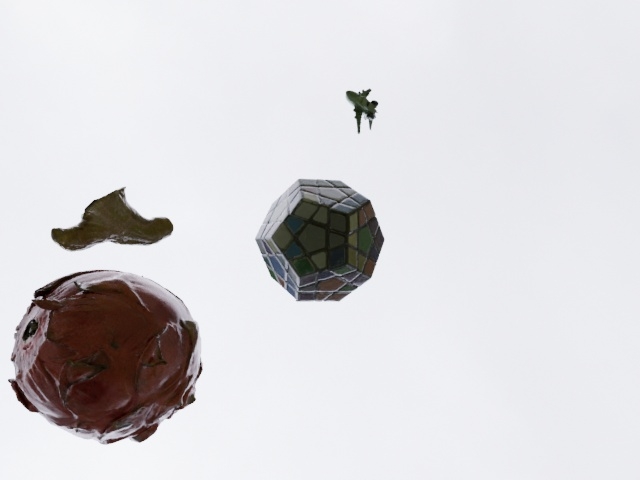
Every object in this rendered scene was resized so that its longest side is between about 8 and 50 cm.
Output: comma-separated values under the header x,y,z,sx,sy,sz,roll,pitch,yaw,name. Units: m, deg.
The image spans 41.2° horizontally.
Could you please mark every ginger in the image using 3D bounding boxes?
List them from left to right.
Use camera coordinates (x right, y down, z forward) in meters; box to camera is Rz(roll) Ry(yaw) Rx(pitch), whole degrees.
x,y,z,sx,sy,sz,roll,pitch,yaw,name
-0.156,-0.018,0.636,0.097,0.030,0.048,-5,-64,-38,ginger

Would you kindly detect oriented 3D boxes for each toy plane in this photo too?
x,y,z,sx,sy,sz,roll,pitch,yaw,name
0.065,-0.206,1.307,0.083,0.033,0.080,40,-119,-48,toy plane

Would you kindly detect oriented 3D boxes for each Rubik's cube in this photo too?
x,y,z,sx,sy,sz,roll,pitch,yaw,name
0.000,0.000,0.733,0.111,0.093,0.111,0,-91,6,Rubik's cube

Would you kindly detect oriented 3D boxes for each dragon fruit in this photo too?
x,y,z,sx,sy,sz,roll,pitch,yaw,name
-0.274,0.153,1.114,0.252,0.241,0.241,17,-111,-14,dragon fruit
